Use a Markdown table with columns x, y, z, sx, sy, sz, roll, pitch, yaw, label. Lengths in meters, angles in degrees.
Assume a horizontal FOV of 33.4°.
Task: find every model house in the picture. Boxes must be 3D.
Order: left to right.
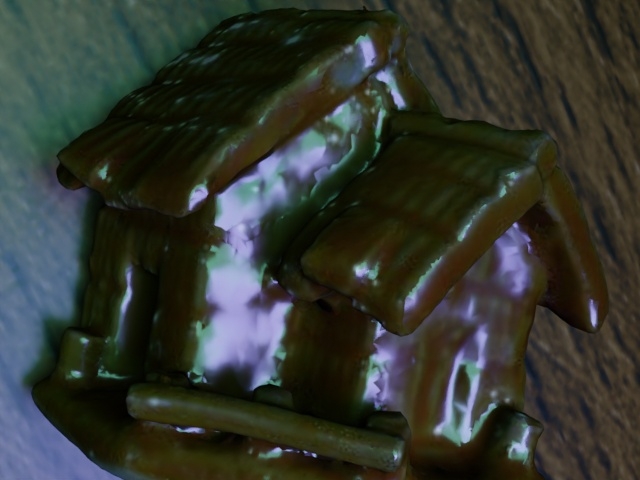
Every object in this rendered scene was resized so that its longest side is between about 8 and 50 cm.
| x | y | z | sx | sy | sz | roll | pitch | yaw | label |
| --- | --- | --- | --- | --- | --- | --- | --- | --- | --- |
| 0.000 | 0.002 | 0.502 | 0.219 | 0.199 | 0.229 | 4 | 93 | -35 | model house |
